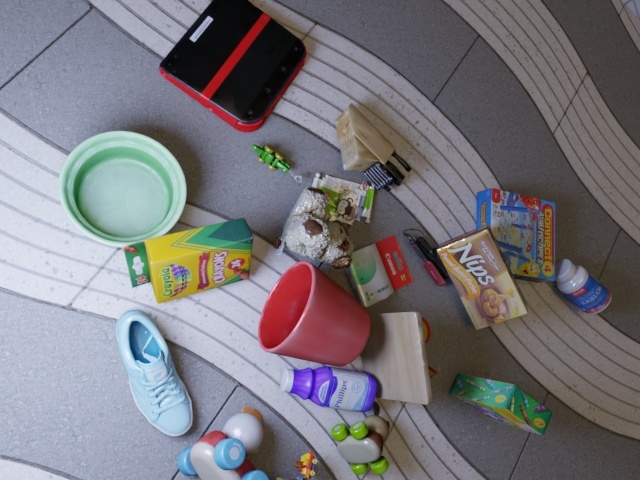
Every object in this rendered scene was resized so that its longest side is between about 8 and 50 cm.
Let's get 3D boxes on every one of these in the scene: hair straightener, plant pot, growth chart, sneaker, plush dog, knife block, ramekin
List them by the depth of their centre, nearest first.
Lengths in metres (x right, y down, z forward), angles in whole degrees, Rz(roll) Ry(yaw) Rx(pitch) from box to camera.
[{"bbox_3d":[-0.435,0.351,1.263,0.135,0.150,0.366,-28,93,-22],"label":"sneaker"},{"bbox_3d":[-0.520,-0.123,1.302,0.303,0.148,0.303,3,81,-21],"label":"ramekin"},{"bbox_3d":[-0.008,0.231,1.408,0.243,0.275,0.275,30,72,-26],"label":"plant pot"},{"bbox_3d":[0.000,0.000,1.477,0.225,0.210,0.262,28,32,-19],"label":"plush dog"},{"bbox_3d":[0.070,-0.131,1.608,0.237,0.021,0.172,8,80,-20],"label":"growth chart"},{"bbox_3d":[0.186,-0.303,1.638,0.242,0.088,0.275,0,71,-32],"label":"knife block"},{"bbox_3d":[0.369,0.047,1.695,0.230,0.047,0.089,50,49,-2],"label":"hair straightener"}]

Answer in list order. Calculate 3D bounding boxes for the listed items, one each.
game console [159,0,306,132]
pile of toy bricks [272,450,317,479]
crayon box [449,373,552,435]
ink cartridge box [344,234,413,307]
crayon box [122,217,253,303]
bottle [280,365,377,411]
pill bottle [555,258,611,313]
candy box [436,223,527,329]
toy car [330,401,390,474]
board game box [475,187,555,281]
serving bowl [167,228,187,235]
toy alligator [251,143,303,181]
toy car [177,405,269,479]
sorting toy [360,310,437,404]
[{"bbox_3d":[-0.256,-0.564,1.532,0.342,0.060,0.386,33,71,-9],"label":"game console"},{"bbox_3d":[-0.087,0.695,1.362,0.105,0.118,0.212,19,57,-5],"label":"pile of toy bricks"},{"bbox_3d":[0.567,0.518,1.566,0.165,0.278,0.081,37,72,-13],"label":"crayon box"},{"bbox_3d":[0.197,0.097,1.607,0.225,0.056,0.181,-22,91,-21],"label":"ink cartridge box"},{"bbox_3d":[-0.347,0.062,1.313,0.318,0.202,0.081,-15,58,-22],"label":"crayon box"},{"bbox_3d":[0.024,0.437,1.459,0.283,0.092,0.118,14,93,-16],"label":"bottle"},{"bbox_3d":[0.989,0.173,1.871,0.221,0.124,0.124,37,71,-12],"label":"pill bottle"},{"bbox_3d":[0.552,0.126,1.668,0.316,0.183,0.087,63,25,-3],"label":"candy box"},{"bbox_3d":[0.149,0.587,1.495,0.188,0.149,0.155,-38,102,-51],"label":"toy car"},{"bbox_3d":[0.725,-0.014,1.814,0.302,0.086,0.308,9,79,-20],"label":"board game box"},{"bbox_3d":[-0.402,0.009,1.394,0.083,0.027,0.083,3,81,-22],"label":"serving bowl"},{"bbox_3d":[-0.132,-0.248,1.531,0.190,0.056,0.051,33,31,-14],"label":"toy alligator"},{"bbox_3d":[-0.214,0.565,1.323,0.210,0.219,0.238,55,39,-6],"label":"toy car"},{"bbox_3d":[0.240,0.346,1.485,0.089,0.255,0.257,-2,82,-38],"label":"sorting toy"}]
